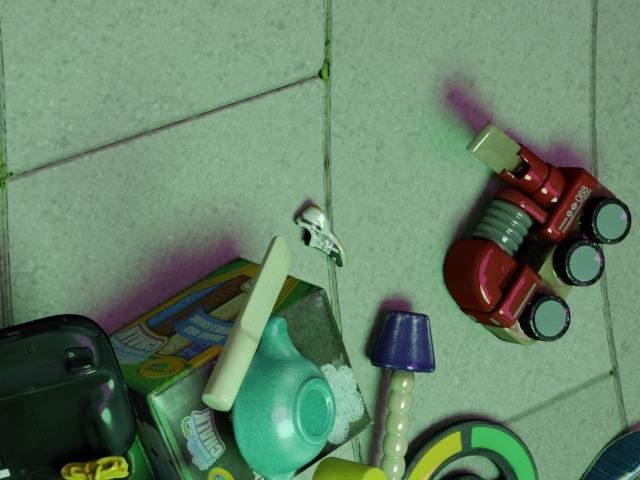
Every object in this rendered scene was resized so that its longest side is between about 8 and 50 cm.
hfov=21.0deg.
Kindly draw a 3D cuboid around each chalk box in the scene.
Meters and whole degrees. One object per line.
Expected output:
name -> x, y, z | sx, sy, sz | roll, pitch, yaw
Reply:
chalk box -> -0.126, 0.174, 1.815 | 0.289, 0.179, 0.180 | -30, 114, -23

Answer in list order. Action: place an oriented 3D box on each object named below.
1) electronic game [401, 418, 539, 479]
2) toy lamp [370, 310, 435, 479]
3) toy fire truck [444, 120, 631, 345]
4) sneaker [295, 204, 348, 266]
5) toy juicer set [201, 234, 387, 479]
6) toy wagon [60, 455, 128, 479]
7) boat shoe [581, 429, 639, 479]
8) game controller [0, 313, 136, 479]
electronic game -> 0.176, 0.331, 2.111 | 0.229, 0.048, 0.229 | -6, 102, -31
toy lamp -> 0.087, 0.220, 2.007 | 0.080, 0.080, 0.275 | 8, 88, -33
toy fire truck -> 0.222, -0.022, 2.027 | 0.246, 0.158, 0.217 | 38, 79, -20
sneaker -> 0.000, 0.000, 1.952 | 0.037, 0.032, 0.083 | -34, 111, -8
toy juicer set -> -0.056, 0.187, 1.682 | 0.209, 0.089, 0.329 | -48, 125, -43
toy wagon -> -0.177, 0.346, 1.748 | 0.267, 0.068, 0.344 | -11, 135, 12
boat shoe -> 0.378, 0.323, 2.234 | 0.183, 0.066, 0.066 | -43, 124, -7
game controller -> -0.344, 0.178, 1.672 | 0.319, 0.067, 0.166 | -14, 120, 3
